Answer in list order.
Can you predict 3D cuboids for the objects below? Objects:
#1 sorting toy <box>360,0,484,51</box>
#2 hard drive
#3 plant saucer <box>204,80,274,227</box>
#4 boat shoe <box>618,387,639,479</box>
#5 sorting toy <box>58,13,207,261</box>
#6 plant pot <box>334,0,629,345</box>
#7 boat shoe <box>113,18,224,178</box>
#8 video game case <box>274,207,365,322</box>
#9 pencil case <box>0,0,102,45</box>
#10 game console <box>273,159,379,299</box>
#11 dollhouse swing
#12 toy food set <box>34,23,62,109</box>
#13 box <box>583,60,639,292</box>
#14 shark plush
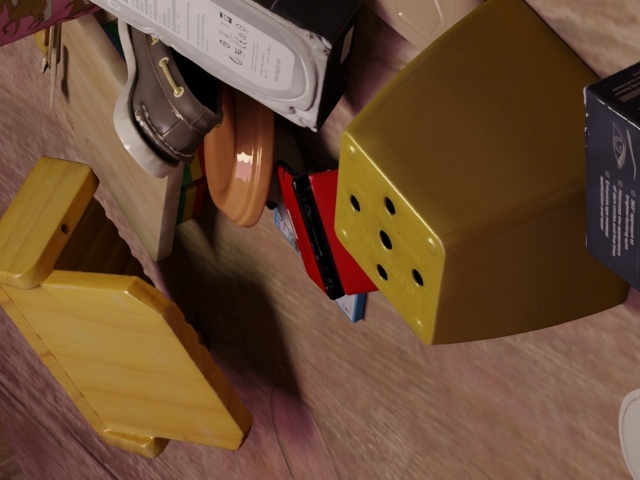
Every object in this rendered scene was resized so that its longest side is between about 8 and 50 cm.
[{"bbox_3d":[0.072,-0.261,1.655,0.208,0.038,0.193,40,149,38],"label":"sorting toy"},{"bbox_3d":[-0.126,-0.246,1.834,0.339,0.064,0.237,33,164,5],"label":"hard drive"},{"bbox_3d":[-0.093,-0.114,2.080,0.200,0.037,0.200,179,90,-74],"label":"plant saucer"},{"bbox_3d":[0.299,0.120,1.505,0.095,0.079,0.254,53,154,32],"label":"boat shoe"},{"bbox_3d":[-0.225,-0.147,2.382,0.257,0.089,0.255,56,157,20],"label":"sorting toy"},{"bbox_3d":[0.129,-0.039,1.564,0.212,0.187,0.212,51,155,29],"label":"plant pot"},{"bbox_3d":[-0.153,-0.193,2.048,0.116,0.097,0.324,45,-157,-27],"label":"boat shoe"},{"bbox_3d":[0.000,0.000,2.139,0.166,0.015,0.119,52,156,27],"label":"video game case"},{"bbox_3d":[-0.371,-0.299,2.153,0.167,0.386,0.160,59,148,9],"label":"pencil case"},{"bbox_3d":[0.022,-0.020,2.004,0.124,0.085,0.144,-136,27,-65],"label":"game console"},{"bbox_3d":[-0.219,0.080,2.504,0.305,0.315,0.347,-10,128,31],"label":"dollhouse swing"},{"bbox_3d":[-0.348,-0.279,2.443,0.132,0.038,0.192,105,170,-57],"label":"toy food set"},{"bbox_3d":[0.273,-0.030,1.371,0.158,0.093,0.156,44,151,43],"label":"box"},{"bbox_3d":[-0.054,-0.086,2.093,0.161,0.073,0.067,59,168,11],"label":"shark plush"}]
